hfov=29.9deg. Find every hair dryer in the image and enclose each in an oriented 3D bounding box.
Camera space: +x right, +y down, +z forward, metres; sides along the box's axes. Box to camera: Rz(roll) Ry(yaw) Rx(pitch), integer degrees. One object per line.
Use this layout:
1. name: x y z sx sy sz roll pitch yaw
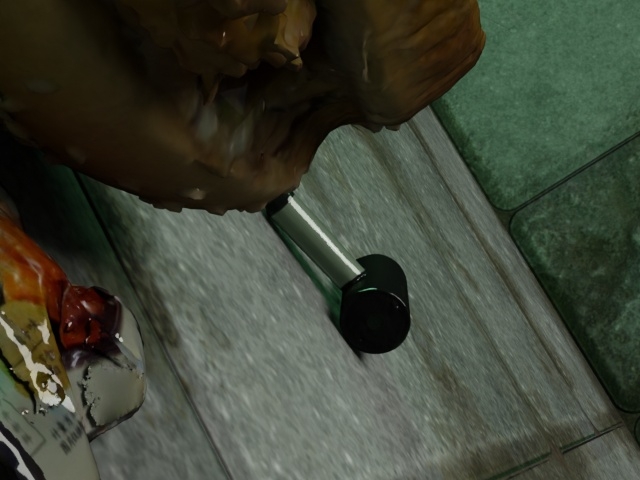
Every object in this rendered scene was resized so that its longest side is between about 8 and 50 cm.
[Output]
1. hair dryer: 0.000 0.000 0.982 0.197 0.057 0.100 48 13 -14

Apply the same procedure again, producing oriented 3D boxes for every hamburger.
1. hamburger: -0.102 -0.192 0.517 0.445 0.268 0.287 58 2 -17

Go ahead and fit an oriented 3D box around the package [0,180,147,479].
1. package: -0.145 -0.003 0.468 0.232 0.040 0.166 53 11 -4
